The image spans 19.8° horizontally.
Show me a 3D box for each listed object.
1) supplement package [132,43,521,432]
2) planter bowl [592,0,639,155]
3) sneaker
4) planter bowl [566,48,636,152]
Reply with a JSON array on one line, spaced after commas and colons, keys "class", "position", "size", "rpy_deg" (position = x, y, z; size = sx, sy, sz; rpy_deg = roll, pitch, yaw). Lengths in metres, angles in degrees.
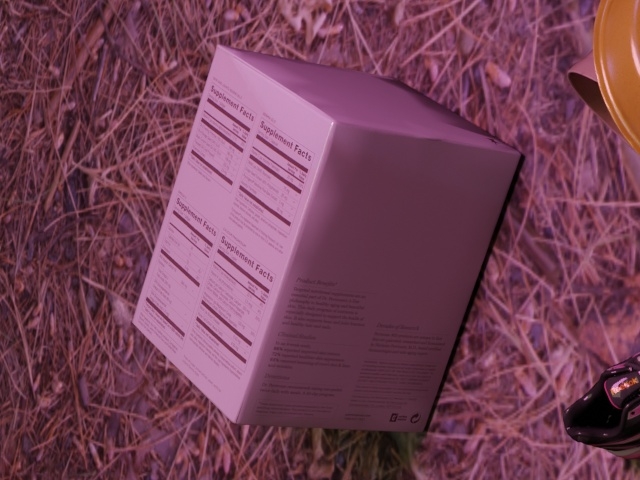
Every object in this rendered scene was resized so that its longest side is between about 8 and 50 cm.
[{"class": "supplement package", "position": [0.000, 0.000, 1.556], "size": [0.198, 0.199, 0.263], "rpy_deg": [37, 114, 50]}, {"class": "planter bowl", "position": [0.289, -0.132, 1.163], "size": [0.090, 0.217, 0.217], "rpy_deg": [108, 155, -69]}, {"class": "sneaker", "position": [0.245, 0.106, 1.316], "size": [0.178, 0.077, 0.072], "rpy_deg": [-49, 50, 36]}, {"class": "planter bowl", "position": [0.267, -0.105, 1.273], "size": [0.109, 0.162, 0.162], "rpy_deg": [-49, 42, 0]}]
